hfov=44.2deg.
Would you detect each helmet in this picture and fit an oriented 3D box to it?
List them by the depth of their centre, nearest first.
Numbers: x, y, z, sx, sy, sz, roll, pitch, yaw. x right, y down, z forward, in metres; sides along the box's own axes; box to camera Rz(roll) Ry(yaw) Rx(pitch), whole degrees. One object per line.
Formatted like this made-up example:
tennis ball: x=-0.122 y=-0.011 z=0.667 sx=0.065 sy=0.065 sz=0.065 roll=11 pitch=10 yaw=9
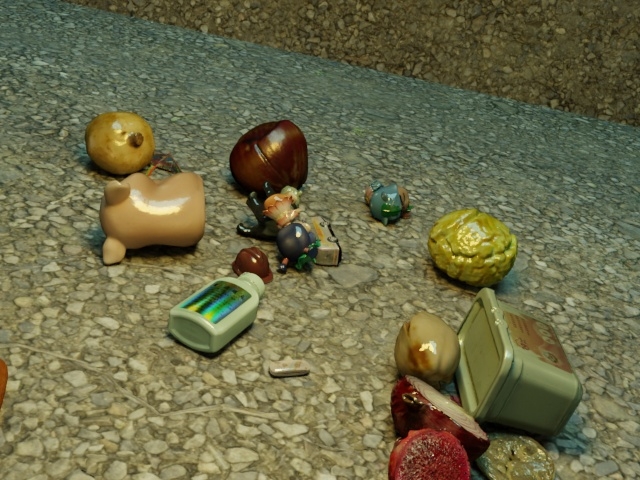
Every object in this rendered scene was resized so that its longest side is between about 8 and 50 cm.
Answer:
helmet: x=-0.151 y=0.047 z=1.815 sx=0.089 sy=0.057 sz=0.111 roll=-9 pitch=35 yaw=-39

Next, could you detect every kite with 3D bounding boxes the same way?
kite: x=-0.460 y=-0.215 z=2.217 sx=0.190 sy=0.010 sz=0.159 roll=16 pitch=30 yaw=10

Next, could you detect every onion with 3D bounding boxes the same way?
onion: x=0.190 y=0.326 z=1.394 sx=0.151 sy=0.098 sz=0.206 roll=24 pitch=10 yaw=-39

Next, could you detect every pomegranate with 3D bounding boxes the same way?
pomegranate: x=-0.528 y=-0.263 z=2.101 sx=0.196 sy=0.196 sz=0.196 roll=10 pitch=28 yaw=-5

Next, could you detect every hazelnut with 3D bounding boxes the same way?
hazelnut: x=-0.135 y=-0.213 z=2.169 sx=0.229 sy=0.229 sz=0.229 roll=10 pitch=28 yaw=-5

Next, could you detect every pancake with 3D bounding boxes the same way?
pancake: x=0.344 y=0.397 z=1.415 sx=0.158 sy=0.028 sz=0.158 roll=7 pitch=29 yaw=-4

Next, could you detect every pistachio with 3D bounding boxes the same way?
pistachio: x=0.211 y=0.216 z=1.570 sx=0.144 sy=0.144 sz=0.215 roll=12 pitch=16 yaw=-1

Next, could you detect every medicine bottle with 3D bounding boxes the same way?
medicine bottle: x=-0.197 y=0.137 z=1.604 sx=0.121 sy=0.083 sz=0.229 roll=21 pitch=30 yaw=20

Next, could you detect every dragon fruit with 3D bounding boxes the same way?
dragon fruit: x=0.156 y=0.384 z=1.298 sx=0.153 sy=0.153 sz=0.111 roll=-1 pitch=-12 yaw=-24

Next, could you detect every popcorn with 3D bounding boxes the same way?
popcorn: x=0.377 y=0.018 z=1.964 sx=0.221 sy=0.183 sz=0.204 roll=30 pitch=38 yaw=26

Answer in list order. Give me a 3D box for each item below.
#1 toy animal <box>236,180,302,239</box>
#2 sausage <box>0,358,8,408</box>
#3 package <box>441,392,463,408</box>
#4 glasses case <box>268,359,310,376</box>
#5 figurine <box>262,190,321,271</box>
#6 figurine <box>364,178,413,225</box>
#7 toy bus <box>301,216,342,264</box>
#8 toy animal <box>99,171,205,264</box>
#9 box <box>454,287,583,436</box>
toy animal: x=-0.119 y=-0.080 z=2.023 sx=0.121 sy=0.094 sz=0.225 roll=19 pitch=28 yaw=10
sausage: x=-0.546 y=0.255 z=1.255 sx=0.076 sy=0.076 sz=0.197 roll=6 pitch=27 yaw=-12
package: x=0.246 y=0.315 z=1.521 sx=0.083 sy=0.029 sz=0.059 roll=16 pitch=19 yaw=-16
glasses case: x=-0.060 y=0.247 z=1.525 sx=0.083 sy=0.021 sz=0.032 roll=0 pitch=33 yaw=-23
figurine: x=-0.075 y=-0.021 z=1.871 sx=0.102 sy=0.111 sz=0.195 roll=-8 pitch=63 yaw=-57
figurine: x=0.194 y=-0.118 z=2.220 sx=0.144 sy=0.114 sz=0.178 roll=3 pitch=21 yaw=-21
toy bus: x=0.000 y=0.000 z=1.967 sx=0.072 sy=0.057 sz=0.172 roll=-2 pitch=30 yaw=-15
toy animal: x=-0.379 y=-0.075 z=1.807 sx=0.256 sy=0.195 sz=0.213 roll=-3 pitch=24 yaw=-22
box: x=0.385 y=0.246 z=1.556 sx=0.182 sy=0.175 sz=0.312 roll=21 pitch=22 yaw=-7
